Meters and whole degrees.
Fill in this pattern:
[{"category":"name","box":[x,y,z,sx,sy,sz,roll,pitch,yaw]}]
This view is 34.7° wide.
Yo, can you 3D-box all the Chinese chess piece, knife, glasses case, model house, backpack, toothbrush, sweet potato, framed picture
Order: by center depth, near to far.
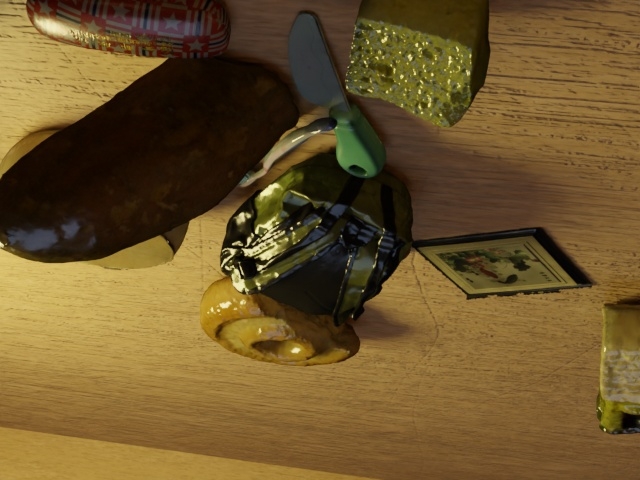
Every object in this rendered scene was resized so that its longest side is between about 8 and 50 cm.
[{"category":"glasses case","box":[-0.183,-0.207,0.965,0.195,0.049,0.073,7,156,6]},{"category":"sweet potato","box":[-0.191,-0.070,1.035,0.158,0.370,0.158,44,157,23]},{"category":"knife","box":[0.010,-0.149,1.060,0.063,0.034,0.260,11,153,28]},{"category":"toothbrush","box":[-0.048,-0.098,1.170,0.027,0.021,0.269,21,160,-22]},{"category":"backpack","box":[0.000,0.000,1.257,0.207,0.140,0.253,21,144,-20]},{"category":"Chinese chess piece","box":[-0.293,-0.045,1.320,0.250,0.103,0.250,8,158,3]},{"category":"framed picture","box":[0.249,0.036,1.407,0.199,0.010,0.195,-7,152,33]},{"category":"model house","box":[0.486,0.157,1.431,0.193,0.174,0.234,2,146,18]}]

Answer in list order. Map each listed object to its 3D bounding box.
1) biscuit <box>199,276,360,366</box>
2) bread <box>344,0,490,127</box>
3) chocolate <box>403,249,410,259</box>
[{"category":"biscuit","box":[-0.081,0.147,1.695,0.274,0.091,0.213,22,152,-32]},{"category":"bread","box":[0.088,-0.170,0.868,0.114,0.111,0.129,13,139,3]},{"category":"chocolate","box":[0.078,0.008,1.386,0.065,0.031,0.100,4,158,24]}]
